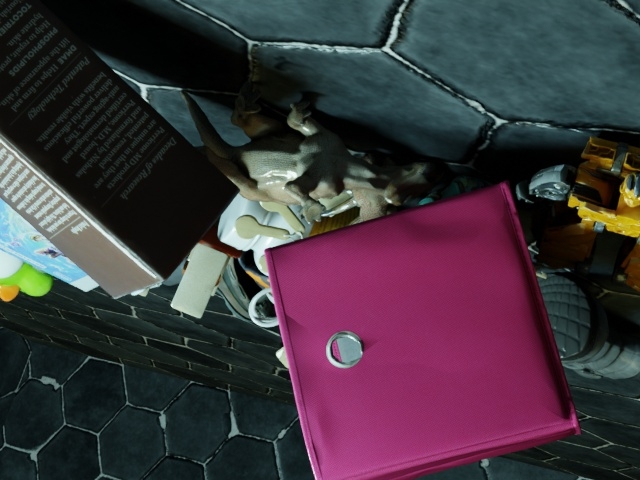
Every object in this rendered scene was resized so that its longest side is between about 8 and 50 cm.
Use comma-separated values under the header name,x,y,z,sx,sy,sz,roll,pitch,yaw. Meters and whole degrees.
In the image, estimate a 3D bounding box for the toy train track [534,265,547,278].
name,x,y,z,sx,sy,sz,roll,pitch,yaw
toy train track,0.261,0.030,1.539,0.083,0.014,0.048,20,173,13

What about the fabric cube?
name,x,y,z,sx,sy,sz,roll,pitch,yaw
fabric cube,0.117,0.114,1.235,0.258,0.254,0.259,-15,165,10

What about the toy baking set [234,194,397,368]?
name,x,y,z,sx,sy,sz,roll,pitch,yaw
toy baking set,0.002,0.025,1.412,0.197,0.256,0.030,-8,-164,2

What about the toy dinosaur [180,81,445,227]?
name,x,y,z,sx,sy,sz,roll,pitch,yaw
toy dinosaur,-0.030,-0.075,1.310,0.296,0.127,0.200,18,173,22

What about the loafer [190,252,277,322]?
name,x,y,z,sx,sy,sz,roll,pitch,yaw
loafer,-0.119,0.075,1.983,0.084,0.096,0.267,1,156,32

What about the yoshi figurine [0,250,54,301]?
name,x,y,z,sx,sy,sz,roll,pitch,yaw
yoshi figurine,-0.566,-0.059,1.961,0.203,0.203,0.362,-33,126,14

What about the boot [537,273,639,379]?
name,x,y,z,sx,sy,sz,roll,pitch,yaw
boot,0.374,0.133,1.627,0.223,0.118,0.338,19,176,-13

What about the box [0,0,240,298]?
name,x,y,z,sx,sy,sz,roll,pitch,yaw
box,-0.283,-0.118,1.181,0.381,0.143,0.191,45,158,-12

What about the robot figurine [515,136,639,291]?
name,x,y,z,sx,sy,sz,roll,pitch,yaw
robot figurine,0.300,-0.022,1.176,0.211,0.085,0.291,15,165,9

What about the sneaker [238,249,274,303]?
name,x,y,z,sx,sy,sz,roll,pitch,yaw
sneaker,0.011,0.064,1.728,0.321,0.124,0.180,9,164,29

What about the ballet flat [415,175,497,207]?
name,x,y,z,sx,sy,sz,roll,pitch,yaw
ballet flat,0.161,-0.032,1.354,0.070,0.070,0.188,21,168,-10

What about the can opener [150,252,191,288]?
name,x,y,z,sx,sy,sz,roll,pitch,yaw
can opener,-0.285,0.036,2.058,0.095,0.076,0.283,23,163,-21

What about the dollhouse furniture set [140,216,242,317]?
name,x,y,z,sx,sy,sz,roll,pitch,yaw
dollhouse furniture set,-0.222,-0.037,1.556,0.259,0.135,0.262,23,-166,-6

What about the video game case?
name,x,y,z,sx,sy,sz,roll,pitch,yaw
video game case,-0.366,-0.034,1.747,0.244,0.061,0.269,-25,142,30

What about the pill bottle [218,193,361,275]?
name,x,y,z,sx,sy,sz,roll,pitch,yaw
pill bottle,0.000,0.000,1.492,0.246,0.136,0.136,23,164,-19
